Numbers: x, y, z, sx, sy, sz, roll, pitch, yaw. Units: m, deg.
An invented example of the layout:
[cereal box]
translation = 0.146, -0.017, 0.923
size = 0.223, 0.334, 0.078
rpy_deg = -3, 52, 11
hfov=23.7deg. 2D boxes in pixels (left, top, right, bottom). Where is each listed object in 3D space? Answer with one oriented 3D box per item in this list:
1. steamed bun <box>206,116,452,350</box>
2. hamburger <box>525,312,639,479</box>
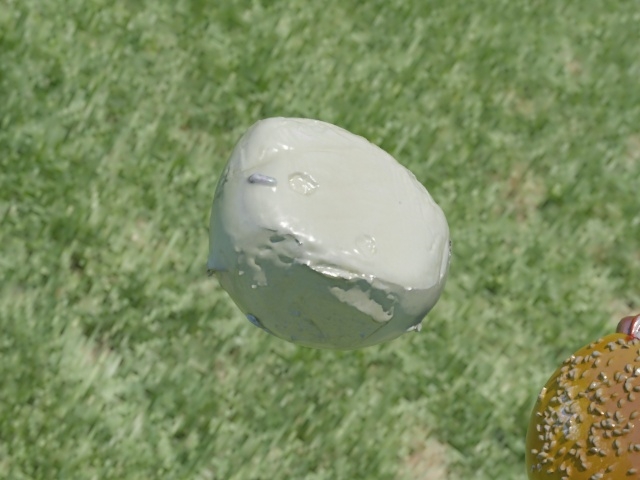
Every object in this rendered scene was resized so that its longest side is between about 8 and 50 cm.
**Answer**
[steamed bun]
translation = 0.000, 0.000, 0.791
size = 0.130, 0.091, 0.112
rpy_deg = 21, 49, -18
[hamburger]
translation = 0.234, 0.146, 1.021
size = 0.210, 0.173, 0.116
rpy_deg = 44, -4, 43
